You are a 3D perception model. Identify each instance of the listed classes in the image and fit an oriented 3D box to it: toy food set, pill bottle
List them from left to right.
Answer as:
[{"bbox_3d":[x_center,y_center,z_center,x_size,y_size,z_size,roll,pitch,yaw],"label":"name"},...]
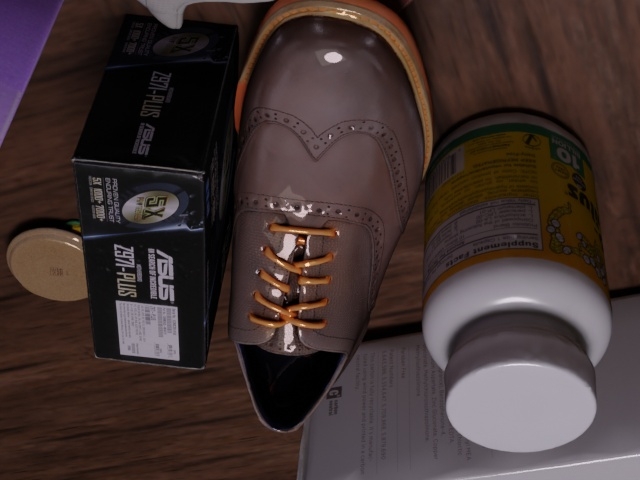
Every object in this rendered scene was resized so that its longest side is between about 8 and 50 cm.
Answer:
[{"bbox_3d":[-0.205,0.018,0.894,0.082,0.020,0.083,-4,133,11],"label":"toy food set"},{"bbox_3d":[0.124,0.025,0.728,0.117,0.208,0.118,3,135,4],"label":"pill bottle"}]

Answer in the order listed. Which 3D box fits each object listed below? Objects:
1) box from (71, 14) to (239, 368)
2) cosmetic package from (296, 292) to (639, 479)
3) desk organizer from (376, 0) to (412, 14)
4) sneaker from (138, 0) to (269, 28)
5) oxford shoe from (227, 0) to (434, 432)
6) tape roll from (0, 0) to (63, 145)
[{"bbox_3d":[-0.101,-0.029,0.746,0.077,0.147,0.180,6,134,1],"label":"box"},{"bbox_3d":[0.199,0.174,0.902,0.385,0.156,0.217,-12,133,17],"label":"cosmetic package"},{"bbox_3d":[0.042,-0.172,0.658,0.050,0.047,0.130,28,133,-27],"label":"desk organizer"},{"bbox_3d":[-0.014,-0.196,0.620,0.262,0.099,0.121,-12,140,28],"label":"sneaker"},{"bbox_3d":[0.000,0.000,0.746,0.130,0.133,0.364,8,142,4],"label":"oxford shoe"},{"bbox_3d":[-0.232,-0.053,0.647,0.090,0.275,0.275,24,132,-17],"label":"tape roll"}]
